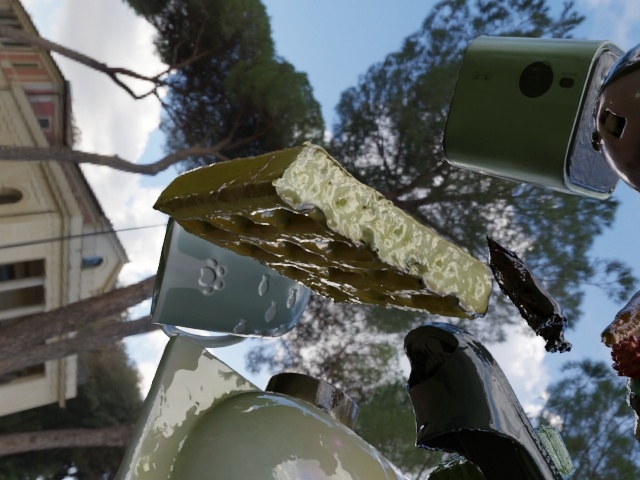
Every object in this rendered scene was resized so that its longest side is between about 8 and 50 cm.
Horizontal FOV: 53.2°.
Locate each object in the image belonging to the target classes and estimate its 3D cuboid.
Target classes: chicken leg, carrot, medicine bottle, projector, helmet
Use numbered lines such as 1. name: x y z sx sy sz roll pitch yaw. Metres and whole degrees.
1. chicken leg: 0.358 0.093 1.105 0.234 0.063 0.105 57 -8 19
2. carrot: 0.477 0.117 0.965 0.059 0.248 0.059 11 -73 39
3. medicine bottle: -0.031 0.283 0.604 0.406 0.236 0.236 46 -15 -33
4. projector: 0.405 -0.225 1.163 0.249 0.248 0.248 21 -79 44
5. helmet: 0.407 -0.111 0.648 0.253 0.154 0.198 18 -28 34

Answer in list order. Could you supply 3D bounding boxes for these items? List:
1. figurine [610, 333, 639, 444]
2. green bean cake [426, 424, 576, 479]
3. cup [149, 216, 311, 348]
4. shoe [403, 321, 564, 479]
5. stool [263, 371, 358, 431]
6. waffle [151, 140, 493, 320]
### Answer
1. figurine: 0.377 0.217 0.650 0.110 0.138 0.245 -40 -152 41
2. green bean cake: 0.347 0.461 1.268 0.248 0.222 0.125 -47 -121 47
3. cup: -0.181 0.091 1.254 0.259 0.274 0.356 -98 -156 -51
4. shoe: 0.152 0.198 0.667 0.241 0.093 0.108 57 -35 18
5. stool: -0.055 0.384 1.091 0.179 0.179 0.264 -48 -165 51
6. waffle: 0.000 0.000 0.580 0.221 0.248 0.055 0 -114 53
